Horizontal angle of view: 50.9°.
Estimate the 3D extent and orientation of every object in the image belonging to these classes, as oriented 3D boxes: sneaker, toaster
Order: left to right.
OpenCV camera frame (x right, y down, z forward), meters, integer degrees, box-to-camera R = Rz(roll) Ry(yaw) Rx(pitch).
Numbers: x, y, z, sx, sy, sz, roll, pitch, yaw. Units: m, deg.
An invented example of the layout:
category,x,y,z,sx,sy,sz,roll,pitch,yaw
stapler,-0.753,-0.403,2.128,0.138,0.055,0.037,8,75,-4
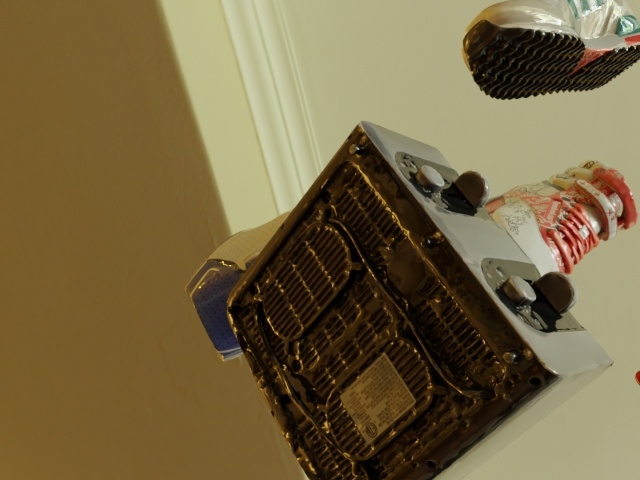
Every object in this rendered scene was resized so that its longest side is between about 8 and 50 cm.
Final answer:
category,x,y,z,sx,sy,sz,roll,pitch,yaw
sneaker,0.001,-0.001,0.746,0.315,0.182,0.127,-31,-92,-20
toaster,0.043,0.055,0.385,0.110,0.168,0.185,2,-45,-46
sneaker,0.129,-0.130,0.394,0.057,0.161,0.075,-41,-114,49
sneaker,0.243,-0.015,0.671,0.145,0.270,0.090,-22,-80,18

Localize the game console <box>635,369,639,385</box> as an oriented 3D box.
category,x,y,z,sx,sy,sz,roll,pitch,yaw
game console,0.591,0.241,1.060,0.144,0.124,0.085,-28,-38,0
